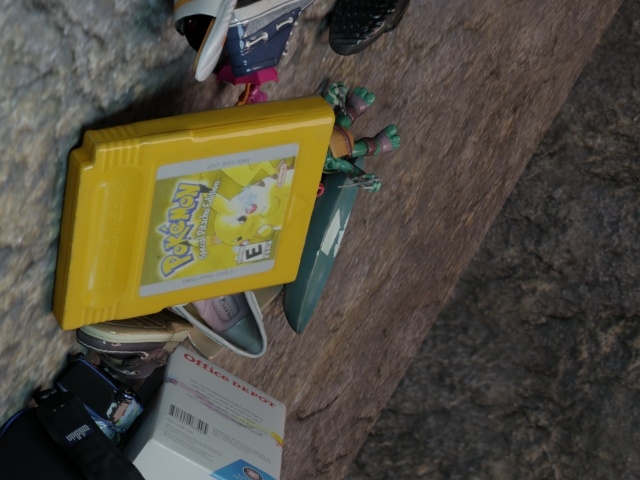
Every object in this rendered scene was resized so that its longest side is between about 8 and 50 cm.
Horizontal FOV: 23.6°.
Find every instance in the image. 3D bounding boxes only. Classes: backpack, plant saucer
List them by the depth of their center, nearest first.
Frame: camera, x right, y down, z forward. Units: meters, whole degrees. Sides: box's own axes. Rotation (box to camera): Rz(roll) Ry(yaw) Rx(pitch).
[{"bbox_3d":[-0.324,0.362,1.866,0.276,0.263,0.213,-47,158,-43],"label":"backpack"},{"bbox_3d":[-0.291,0.213,2.004,0.084,0.105,0.114,-54,165,-8],"label":"backpack"},{"bbox_3d":[0.000,0.000,2.528,0.317,0.043,0.318,19,90,-85],"label":"plant saucer"}]

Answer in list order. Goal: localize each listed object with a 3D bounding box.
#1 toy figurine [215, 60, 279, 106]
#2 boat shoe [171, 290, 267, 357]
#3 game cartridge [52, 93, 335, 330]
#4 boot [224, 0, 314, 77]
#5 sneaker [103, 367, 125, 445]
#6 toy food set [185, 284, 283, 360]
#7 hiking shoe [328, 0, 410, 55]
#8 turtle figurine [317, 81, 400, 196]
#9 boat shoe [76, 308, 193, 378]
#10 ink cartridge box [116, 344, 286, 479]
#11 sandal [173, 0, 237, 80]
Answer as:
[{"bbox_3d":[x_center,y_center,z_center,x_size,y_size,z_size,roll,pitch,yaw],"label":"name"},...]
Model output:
[{"bbox_3d":[-0.100,-0.154,1.960,0.159,0.130,0.173,-67,156,-12],"label":"toy figurine"},{"bbox_3d":[-0.153,0.062,2.077,0.118,0.103,0.320,-37,148,-5],"label":"boat shoe"},{"bbox_3d":[-0.154,-0.031,1.842,0.323,0.053,0.285,-13,137,-29],"label":"game cartridge"},{"bbox_3d":[-0.061,-0.269,1.927,0.190,0.069,0.086,-31,114,-46],"label":"boot"},{"bbox_3d":[-0.296,0.246,2.087,0.166,0.076,0.065,-61,164,-2],"label":"sneaker"},{"bbox_3d":[-0.096,0.016,2.282,0.220,0.092,0.306,-46,157,-43],"label":"toy food set"},{"bbox_3d":[0.087,-0.335,2.270,0.227,0.086,0.114,-53,158,-30],"label":"hiking shoe"},{"bbox_3d":[0.034,-0.157,2.365,0.234,0.118,0.175,-36,109,-58],"label":"turtle figurine"},{"bbox_3d":[-0.248,0.137,2.017,0.285,0.103,0.092,1,111,-78],"label":"boat shoe"},{"bbox_3d":[-0.183,0.316,2.113,0.197,0.198,0.270,-55,-168,21],"label":"ink cartridge box"},{"bbox_3d":[-0.126,-0.298,1.744,0.102,0.076,0.265,118,-12,-61],"label":"sandal"}]
